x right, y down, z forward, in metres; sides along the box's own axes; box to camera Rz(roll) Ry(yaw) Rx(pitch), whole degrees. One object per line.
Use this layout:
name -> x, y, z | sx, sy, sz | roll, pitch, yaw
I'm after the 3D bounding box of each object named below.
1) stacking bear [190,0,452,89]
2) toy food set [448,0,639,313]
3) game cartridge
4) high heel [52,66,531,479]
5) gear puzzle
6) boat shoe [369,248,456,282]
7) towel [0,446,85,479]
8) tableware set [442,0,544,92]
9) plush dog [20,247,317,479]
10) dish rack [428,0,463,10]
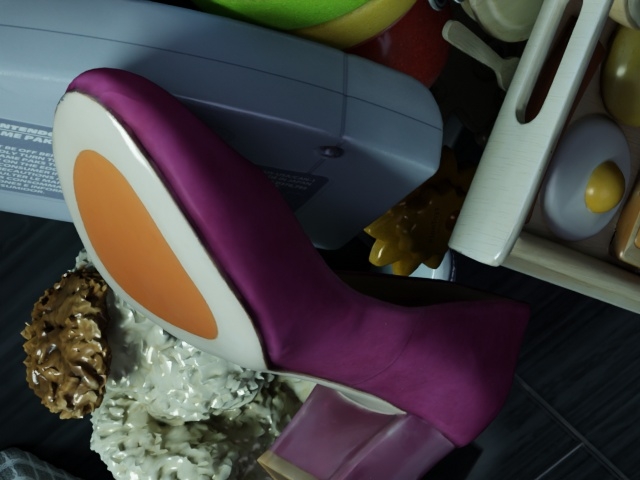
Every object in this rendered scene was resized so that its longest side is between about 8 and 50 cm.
stacking bear -> -0.012, -0.161, 0.835 | 0.164, 0.175, 0.289 | 1, 154, 19
toy food set -> 0.212, -0.061, 0.934 | 0.306, 0.092, 0.219 | 18, 93, -48
game cartridge -> -0.099, -0.058, 0.845 | 0.294, 0.060, 0.196 | 10, 164, -19
high heel -> 0.000, 0.000, 0.854 | 0.181, 0.127, 0.377 | -50, 144, -18
gear puzzle -> 0.147, -0.110, 0.997 | 0.339, 0.044, 0.175 | -47, 136, -2
boat shoe -> 0.072, 0.060, 1.149 | 0.083, 0.065, 0.183 | -4, 136, -29
towel -> -0.118, 0.273, 1.109 | 0.121, 0.235, 0.284 | -43, 136, 7
tableware set -> 0.130, -0.133, 0.919 | 0.194, 0.039, 0.128 | 30, 85, -48
plush dog -> -0.074, 0.072, 1.023 | 0.262, 0.210, 0.225 | -37, 127, -33
dish rack -> 0.077, -0.264, 0.745 | 0.074, 0.271, 0.208 | -3, 139, 18
